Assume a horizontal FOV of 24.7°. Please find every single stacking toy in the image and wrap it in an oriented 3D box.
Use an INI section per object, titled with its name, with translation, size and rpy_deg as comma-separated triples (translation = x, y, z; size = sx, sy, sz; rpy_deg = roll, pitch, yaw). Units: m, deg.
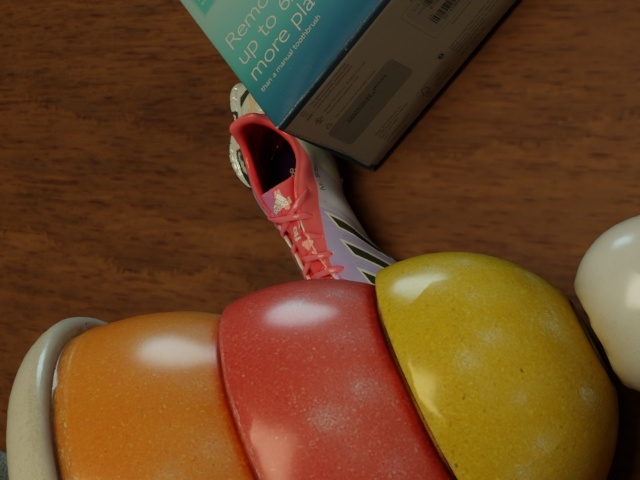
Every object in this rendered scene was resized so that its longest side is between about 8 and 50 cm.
[stacking toy]
translation = 0.073, 0.128, 0.953
size = 0.480, 0.350, 0.350
rpy_deg = -26, 59, 11

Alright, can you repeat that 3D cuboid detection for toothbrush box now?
[toothbrush box]
translation = 0.002, -0.239, 1.193
size = 0.216, 0.126, 0.295
rpy_deg = -49, 50, 18

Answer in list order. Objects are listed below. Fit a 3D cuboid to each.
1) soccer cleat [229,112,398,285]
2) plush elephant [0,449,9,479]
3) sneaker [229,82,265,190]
[soccer cleat]
translation = 0.000, 0.000, 1.137
size = 0.083, 0.095, 0.248
rpy_deg = -41, 54, 23
[plush elephant]
translation = -0.354, 0.223, 1.260
size = 0.255, 0.272, 0.330
rpy_deg = -41, 82, 39
[sneaker]
translation = -0.052, -0.093, 1.247
size = 0.044, 0.040, 0.109
rpy_deg = -20, 65, 32
